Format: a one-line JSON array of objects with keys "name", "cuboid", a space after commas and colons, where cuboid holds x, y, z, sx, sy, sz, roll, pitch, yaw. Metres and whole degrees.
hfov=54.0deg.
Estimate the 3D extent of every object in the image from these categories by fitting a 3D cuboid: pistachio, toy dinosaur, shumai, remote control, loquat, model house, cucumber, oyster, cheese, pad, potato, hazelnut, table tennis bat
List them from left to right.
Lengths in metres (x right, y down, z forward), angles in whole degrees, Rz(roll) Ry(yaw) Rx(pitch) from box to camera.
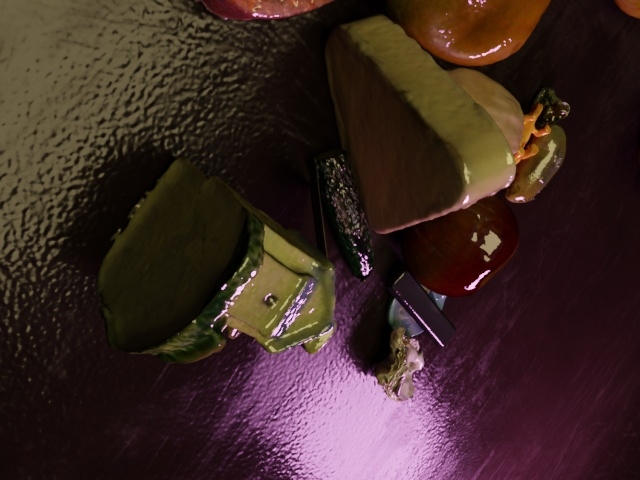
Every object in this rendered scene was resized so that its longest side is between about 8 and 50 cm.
[{"name": "model house", "cuboid": [-0.134, 0.068, 0.917, 0.266, 0.321, 0.261, 33, 94, -40]}, {"name": "pad", "cuboid": [0.000, 0.000, 1.028, 0.003, 0.158, 0.234, -6, 81, -5]}, {"name": "cucumber", "cuboid": [0.053, -0.033, 1.157, 0.068, 0.068, 0.293, -33, 124, -21]}, {"name": "cheese", "cuboid": [0.132, -0.144, 1.056, 0.104, 0.384, 0.383, -25, 121, -19]}, {"name": "oyster", "cuboid": [0.171, 0.260, 1.357, 0.163, 0.081, 0.190, -31, 133, -52]}, {"name": "remote control", "cuboid": [0.218, 0.145, 1.336, 0.063, 0.025, 0.245, -48, 126, -7]}, {"name": "table tennis bat", "cuboid": [0.242, 0.124, 1.373, 0.237, 0.038, 0.149, -26, 121, -21]}, {"name": "hazelnut", "cuboid": [0.265, -0.002, 1.238, 0.230, 0.229, 0.229, -14, 116, -31]}, {"name": "loquat", "cuboid": [0.232, -0.428, 1.013, 0.284, 0.276, 0.275, 10, 103, -14]}, {"name": "pistachio", "cuboid": [0.283, -0.233, 1.180, 0.230, 0.157, 0.157, 24, 93, -32]}, {"name": "toy dinosaur", "cuboid": [0.384, -0.189, 1.297, 0.070, 0.117, 0.288, 48, 62, -25]}, {"name": "potato", "cuboid": [0.470, -0.161, 1.364, 0.105, 0.085, 0.188, 28, 101, -36]}, {"name": "shumai", "cuboid": [0.509, -0.288, 1.367, 0.082, 0.080, 0.083, 5, 105, -38]}]

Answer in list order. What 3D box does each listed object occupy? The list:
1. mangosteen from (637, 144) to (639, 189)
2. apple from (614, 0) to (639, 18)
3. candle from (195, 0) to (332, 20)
[{"name": "mangosteen", "cuboid": [1.001, -0.272, 1.573, 0.435, 0.382, 0.382, -31, 131, 19]}, {"name": "apple", "cuboid": [0.731, -0.574, 1.350, 0.196, 0.196, 0.195, -14, 116, -31]}, {"name": "candle", "cuboid": [-0.031, -0.446, 0.894, 0.287, 0.131, 0.316, 20, 97, -41]}]
